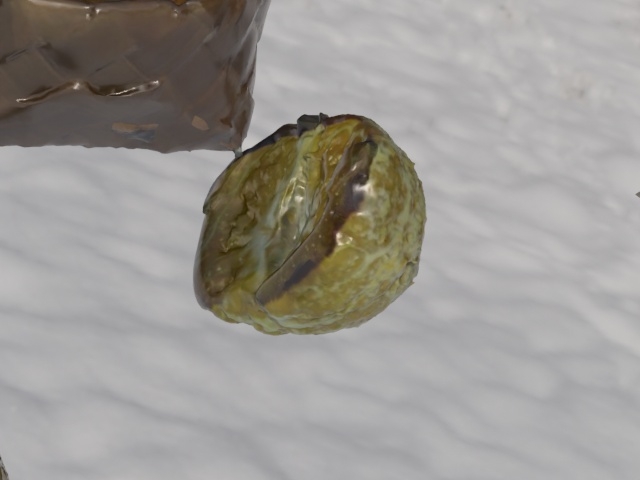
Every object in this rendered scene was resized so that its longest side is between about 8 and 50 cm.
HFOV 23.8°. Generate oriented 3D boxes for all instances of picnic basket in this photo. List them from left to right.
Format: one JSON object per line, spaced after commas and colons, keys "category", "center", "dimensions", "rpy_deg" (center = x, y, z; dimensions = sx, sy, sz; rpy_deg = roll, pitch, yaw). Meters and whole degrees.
{"category": "picnic basket", "center": [-0.157, -0.252, 0.998], "dimensions": [0.293, 0.337, 0.337], "rpy_deg": [0, 19, -21]}

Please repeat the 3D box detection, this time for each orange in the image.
{"category": "orange", "center": [0.000, 0.000, 1.859], "dimensions": [0.210, 0.271, 0.368], "rpy_deg": [38, -23, -29]}

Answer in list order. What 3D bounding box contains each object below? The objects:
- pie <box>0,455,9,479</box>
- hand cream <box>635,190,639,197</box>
{"category": "pie", "center": [-0.264, 0.164, 1.015], "dimensions": [0.193, 0.163, 0.079], "rpy_deg": [36, 30, 24]}
{"category": "hand cream", "center": [0.435, -0.003, 1.656], "dimensions": [0.186, 0.054, 0.087], "rpy_deg": [44, -33, -8]}
